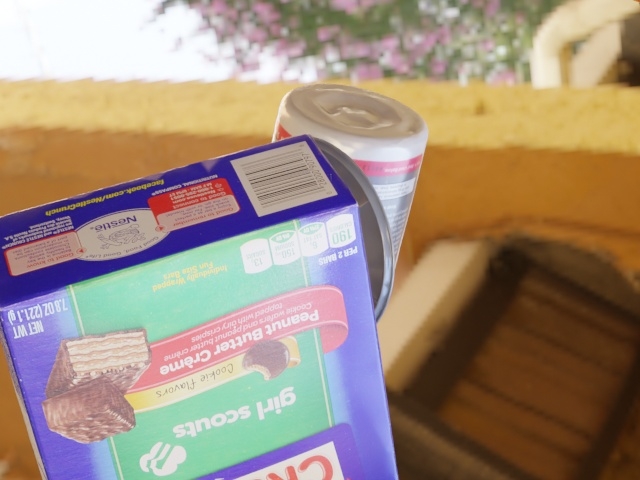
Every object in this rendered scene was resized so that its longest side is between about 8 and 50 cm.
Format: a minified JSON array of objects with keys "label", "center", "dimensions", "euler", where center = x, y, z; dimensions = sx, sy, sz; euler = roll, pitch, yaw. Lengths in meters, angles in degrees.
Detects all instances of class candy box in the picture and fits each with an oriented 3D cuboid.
[{"label":"candy box","center":[-0.093,0.108,1.341],"dimensions":[0.268,0.317,0.122],"euler":[-16,-143,-10]}]

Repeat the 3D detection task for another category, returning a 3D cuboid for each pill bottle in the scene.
[{"label":"pill bottle","center":[0.009,-0.009,2.069],"dimensions":[0.176,0.318,0.176],"euler":[11,-156,-5]}]

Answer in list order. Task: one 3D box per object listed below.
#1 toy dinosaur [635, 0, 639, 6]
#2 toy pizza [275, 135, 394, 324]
[{"label":"toy dinosaur","center":[0.244,-0.202,1.070],"dimensions":[0.218,0.322,0.164],"euler":[-25,-160,19]},{"label":"toy pizza","center":[0.000,0.000,1.637],"dimensions":[0.201,0.201,0.032],"euler":[15,-158,43]}]
